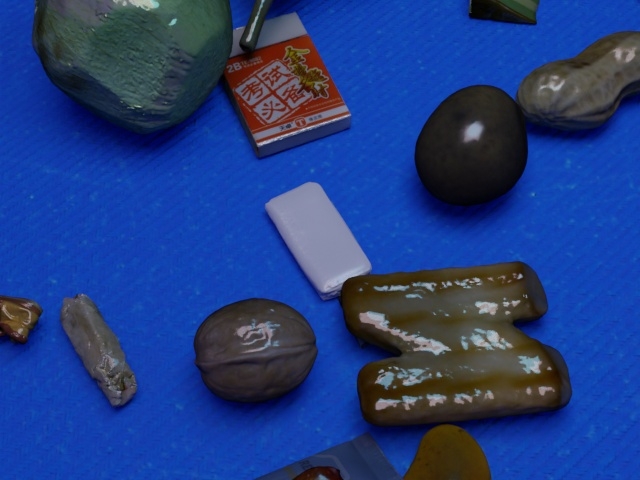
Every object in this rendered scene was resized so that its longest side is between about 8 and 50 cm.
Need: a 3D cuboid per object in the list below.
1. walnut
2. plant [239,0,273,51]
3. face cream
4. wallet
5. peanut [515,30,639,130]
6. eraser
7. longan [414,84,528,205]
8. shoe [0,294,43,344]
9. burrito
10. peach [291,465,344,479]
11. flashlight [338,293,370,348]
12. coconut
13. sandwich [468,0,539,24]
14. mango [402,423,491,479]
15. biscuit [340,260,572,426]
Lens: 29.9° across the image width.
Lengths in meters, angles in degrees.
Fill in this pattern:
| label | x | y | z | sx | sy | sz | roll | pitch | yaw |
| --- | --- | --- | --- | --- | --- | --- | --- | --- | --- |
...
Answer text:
| label | x | y | z | sx | sy | sz | roll | pitch | yaw |
| --- | --- | --- | --- | --- | --- | --- | --- | --- | --- |
| walnut | -0.088 | 0.147 | 1.602 | 0.162 | 0.140 | 0.140 | -9 | 59 | -17 |
| plant | -0.066 | -0.477 | 1.867 | 0.306 | 0.261 | 0.297 | 18 | 48 | 6 |
| face cream | -0.088 | 0.348 | 1.511 | 0.385 | 0.086 | 0.135 | -21 | 27 | -12 |
| wallet | 0.000 | 0.000 | 1.747 | 0.095 | 0.033 | 0.190 | -28 | 62 | -14 |
| peanut | 0.429 | -0.244 | 1.846 | 0.274 | 0.111 | 0.125 | -26 | 67 | -14 |
| eraser | -0.067 | -0.249 | 1.889 | 0.157 | 0.038 | 0.230 | -20 | 61 | -12 |
| longan | 0.223 | -0.138 | 1.750 | 0.167 | 0.167 | 0.187 | 15 | 68 | 9 |
| shoe | -0.442 | 0.111 | 1.658 | 0.109 | 0.072 | 0.069 | 7 | 55 | 4 |
| burrito | -0.306 | 0.146 | 1.653 | 0.058 | 0.045 | 0.188 | -24 | 60 | -22 |
| peach | -0.049 | 0.445 | 1.386 | 0.258 | 0.201 | 0.361 | 17 | 64 | 15 |
| flashlight | 0.048 | 0.112 | 1.688 | 0.018 | 0.018 | 0.083 | -19 | 62 | -11 |
| coconut | -0.296 | -0.330 | 1.793 | 0.328 | 0.328 | 0.281 | 31 | 56 | 17 |
| sandwich | 0.304 | -0.406 | 1.961 | 0.116 | 0.074 | 0.074 | 7 | 60 | 5 |
| mango | 0.159 | 0.319 | 1.530 | 0.115 | 0.090 | 0.178 | 19 | 53 | 20 |
| biscuit | 0.180 | 0.140 | 1.633 | 0.291 | 0.062 | 0.237 | -5 | 55 | -10 |
